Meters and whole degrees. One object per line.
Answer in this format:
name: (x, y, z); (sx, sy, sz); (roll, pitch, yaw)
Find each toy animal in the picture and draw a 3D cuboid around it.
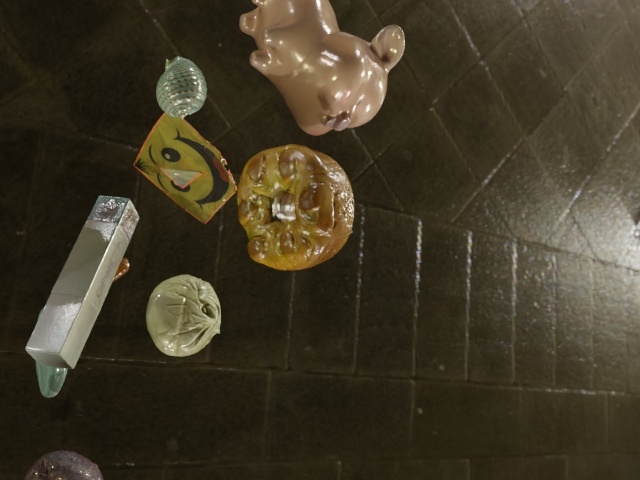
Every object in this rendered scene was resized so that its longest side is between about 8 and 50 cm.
toy animal: (-0.009, -0.352, 1.239); (0.269, 0.237, 0.326); (-1, 63, -27)

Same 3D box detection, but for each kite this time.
kite: (-0.381, -0.196, 1.757); (0.013, 0.327, 0.377); (-58, 146, -43)

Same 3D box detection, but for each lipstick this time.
lipstick: (-0.477, 0.076, 1.320); (0.080, 0.076, 0.371); (6, 56, 9)

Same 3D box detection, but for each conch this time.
conch: (-0.189, -0.213, 0.895); (0.076, 0.056, 0.085); (-7, 103, -31)

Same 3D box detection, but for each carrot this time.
carrot: (-0.626, 0.125, 1.810); (0.216, 0.048, 0.048); (-40, 106, -12)

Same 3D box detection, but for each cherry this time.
cherry: (-0.538, 0.528, 1.377); (0.176, 0.176, 0.140); (35, 77, -25)

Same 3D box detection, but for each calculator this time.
calculator: (-0.626, 0.255, 1.493); (0.042, 0.295, 0.184); (-3, 56, -33)

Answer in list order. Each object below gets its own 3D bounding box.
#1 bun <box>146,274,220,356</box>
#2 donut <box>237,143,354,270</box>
bun: (-0.361, 0.202, 1.767); (0.229, 0.145, 0.229); (32, 53, -55)
donut: (-0.046, -0.057, 1.134); (0.114, 0.226, 0.226); (-4, 84, -51)
